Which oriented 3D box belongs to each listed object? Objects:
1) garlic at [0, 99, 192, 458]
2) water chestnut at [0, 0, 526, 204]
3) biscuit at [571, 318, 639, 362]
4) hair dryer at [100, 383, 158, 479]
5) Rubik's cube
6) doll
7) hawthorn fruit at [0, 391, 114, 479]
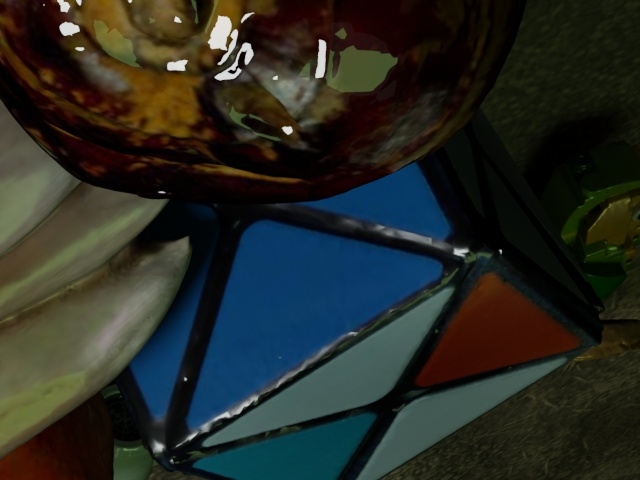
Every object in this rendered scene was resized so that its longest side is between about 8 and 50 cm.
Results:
[{"bbox_3d":[-0.231,-0.002,0.989,0.325,0.132,0.279,-44,124,-7],"label":"garlic"},{"bbox_3d":[-0.041,-0.147,0.856,0.289,0.244,0.289,12,167,3],"label":"water chestnut"},{"bbox_3d":[0.155,0.093,1.593,0.289,0.044,0.202,-5,180,-45],"label":"biscuit"},{"bbox_3d":[-0.104,0.161,1.569,0.236,0.073,0.131,-14,150,-28],"label":"hair dryer"},{"bbox_3d":[0.000,0.000,1.167,0.246,0.248,0.250,-33,154,14],"label":"Rubik's cube"},{"bbox_3d":[0.204,-0.009,1.489,0.134,0.106,0.186,1,143,-35],"label":"doll"},{"bbox_3d":[-0.257,0.143,1.264,0.224,0.224,0.261,-23,131,-7],"label":"hawthorn fruit"}]
